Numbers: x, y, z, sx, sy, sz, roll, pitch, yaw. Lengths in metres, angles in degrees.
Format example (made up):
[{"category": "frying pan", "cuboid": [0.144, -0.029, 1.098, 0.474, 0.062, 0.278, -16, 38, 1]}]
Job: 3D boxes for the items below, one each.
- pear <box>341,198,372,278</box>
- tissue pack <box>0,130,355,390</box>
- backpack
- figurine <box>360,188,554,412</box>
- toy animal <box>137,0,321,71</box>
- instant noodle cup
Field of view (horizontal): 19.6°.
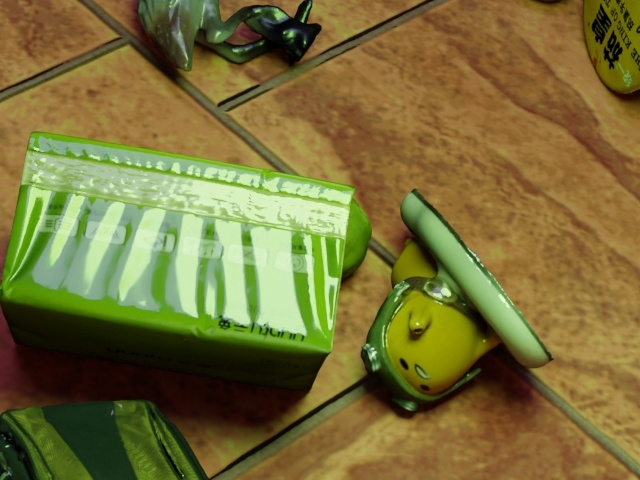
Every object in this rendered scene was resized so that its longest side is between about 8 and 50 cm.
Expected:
[{"category": "pear", "cuboid": [0.000, 0.000, 1.745, 0.097, 0.092, 0.092, -36, 50, 13]}, {"category": "tissue pack", "cuboid": [-0.123, 0.023, 1.586, 0.274, 0.200, 0.167, 9, 75, -3]}, {"category": "backpack", "cuboid": [-0.155, 0.243, 1.423, 0.206, 0.133, 0.258, -7, 32, -27]}, {"category": "figurine", "cuboid": [0.095, 0.069, 1.701, 0.141, 0.166, 0.250, -39, 27, 2]}, {"category": "toy animal", "cuboid": [-0.150, -0.280, 1.985, 0.324, 0.090, 0.195, 43, 45, 16]}, {"category": "instant noodle cup", "cuboid": [0.409, -0.261, 2.013, 0.172, 0.216, 0.216, 3, 45, -21]}]
